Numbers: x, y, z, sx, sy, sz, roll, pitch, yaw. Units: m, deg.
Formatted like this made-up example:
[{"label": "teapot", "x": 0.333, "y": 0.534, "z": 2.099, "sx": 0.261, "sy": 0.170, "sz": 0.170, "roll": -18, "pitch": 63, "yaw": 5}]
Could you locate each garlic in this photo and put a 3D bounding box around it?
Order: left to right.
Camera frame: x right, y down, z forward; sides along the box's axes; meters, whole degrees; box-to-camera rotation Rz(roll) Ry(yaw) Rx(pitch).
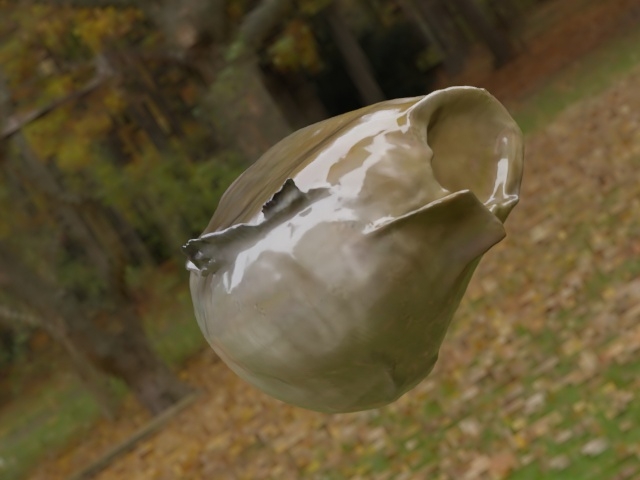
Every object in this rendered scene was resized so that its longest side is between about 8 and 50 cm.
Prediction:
[{"label": "garlic", "x": 0.004, "y": 0.007, "z": 0.476, "sx": 0.084, "sy": 0.066, "sz": 0.152, "roll": -42, "pitch": 8, "yaw": -21}]
